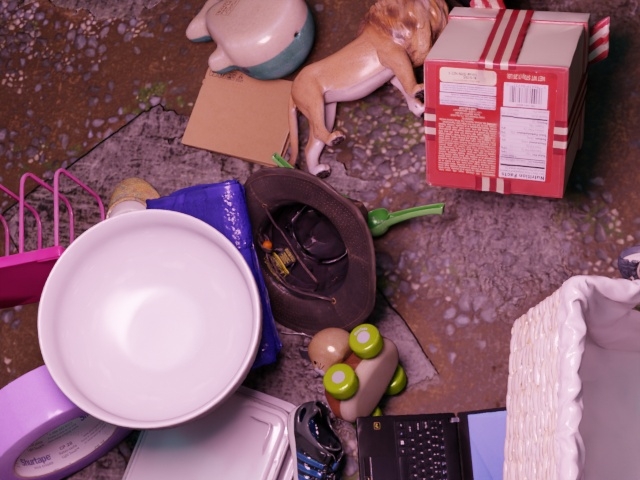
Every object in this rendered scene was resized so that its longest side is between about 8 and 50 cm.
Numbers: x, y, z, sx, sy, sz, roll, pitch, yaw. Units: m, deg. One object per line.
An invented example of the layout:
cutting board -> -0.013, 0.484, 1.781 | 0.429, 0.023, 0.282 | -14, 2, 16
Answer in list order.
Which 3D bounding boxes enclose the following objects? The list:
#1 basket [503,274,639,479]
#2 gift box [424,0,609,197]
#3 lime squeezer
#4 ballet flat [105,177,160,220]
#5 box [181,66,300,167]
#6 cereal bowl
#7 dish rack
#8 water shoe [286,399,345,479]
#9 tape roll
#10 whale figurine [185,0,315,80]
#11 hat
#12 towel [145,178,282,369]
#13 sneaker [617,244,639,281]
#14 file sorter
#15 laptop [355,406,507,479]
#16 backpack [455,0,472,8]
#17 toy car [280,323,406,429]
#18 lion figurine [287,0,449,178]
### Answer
basket -> 0.437, 0.244, 1.523 | 0.328, 0.266, 0.331 | 8, 75, -11
gift box -> 0.308, -0.245, 1.743 | 0.255, 0.276, 0.258 | 11, 33, 15
lime squeezer -> 0.056, -0.059, 1.867 | 0.310, 0.110, 0.059 | 19, 65, 17
ballet flat -> -0.323, 0.032, 1.949 | 0.123, 0.123, 0.349 | -16, 69, 11
box -> -0.140, -0.229, 2.027 | 0.201, 0.021, 0.164 | 14, 78, 19
cereal bowl -> -0.251, 0.130, 1.703 | 0.338, 0.141, 0.339 | -1, 73, 5
dish rack -> -0.199, 0.390, 1.826 | 0.285, 0.072, 0.333 | 16, 77, 21
water shoe -> 0.000, 0.355, 1.754 | 0.080, 0.073, 0.203 | -32, 70, 45
tape roll -> -0.430, 0.299, 1.808 | 0.274, 0.275, 0.090 | -35, 68, 3
whale figurine -> -0.124, -0.377, 2.027 | 0.272, 0.141, 0.216 | 16, 66, 44
hat -> 0.000, 0.000, 1.825 | 0.331, 0.331, 0.134 | 35, 45, 23
towel -> -0.174, 0.060, 1.836 | 0.227, 0.076, 0.308 | -7, 96, 45
sneaker -> 0.603, 0.020, 1.705 | 0.283, 0.110, 0.122 | 0, 55, 14
file sorter -> -0.548, -0.001, 1.978 | 0.290, 0.202, 0.182 | -11, 69, 13
laptop -> 0.203, 0.370, 1.660 | 0.264, 0.136, 0.234 | 1, 75, -18
backpack -> 0.255, -0.527, 1.828 | 0.273, 0.355, 0.290 | -33, 71, -9
toy car -> 0.019, 0.199, 1.779 | 0.188, 0.155, 0.149 | 20, 66, 34
lion figurine -> 0.061, -0.287, 1.924 | 0.392, 0.142, 0.240 | -27, 66, 9
